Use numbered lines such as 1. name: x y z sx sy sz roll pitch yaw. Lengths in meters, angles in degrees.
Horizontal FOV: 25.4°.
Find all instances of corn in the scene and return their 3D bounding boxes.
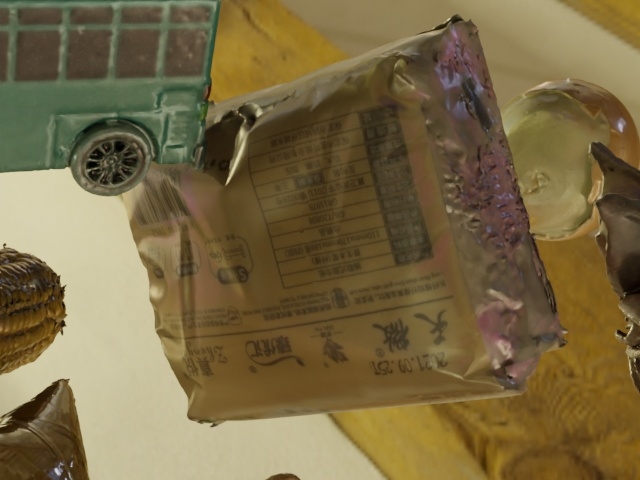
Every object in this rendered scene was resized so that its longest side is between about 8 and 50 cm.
1. corn: -0.299 0.070 1.150 0.115 0.115 0.318 7 -171 15

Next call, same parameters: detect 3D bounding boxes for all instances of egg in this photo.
1. egg: 0.314 -0.109 1.842 0.201 0.201 0.244 17 -152 24

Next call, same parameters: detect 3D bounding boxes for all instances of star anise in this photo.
1. star anise: 0.216 0.025 0.909 0.063 0.172 0.208 -18 -160 18

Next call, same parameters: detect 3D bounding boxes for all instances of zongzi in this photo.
1. zongzi: -0.207 0.212 1.116 0.099 0.194 0.197 -25 -175 24

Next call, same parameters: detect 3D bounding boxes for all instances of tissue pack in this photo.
1. tissue pack: 0.000 0.000 0.873 0.256 0.215 0.123 -11 -172 42

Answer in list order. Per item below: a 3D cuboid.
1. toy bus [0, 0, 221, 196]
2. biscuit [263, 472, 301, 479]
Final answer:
1. toy bus: -0.192 -0.111 0.768 0.256 0.147 0.128 -4 -142 -23
2. biscuit: -0.028 0.292 1.467 0.071 0.147 0.018 -36 -143 -4
